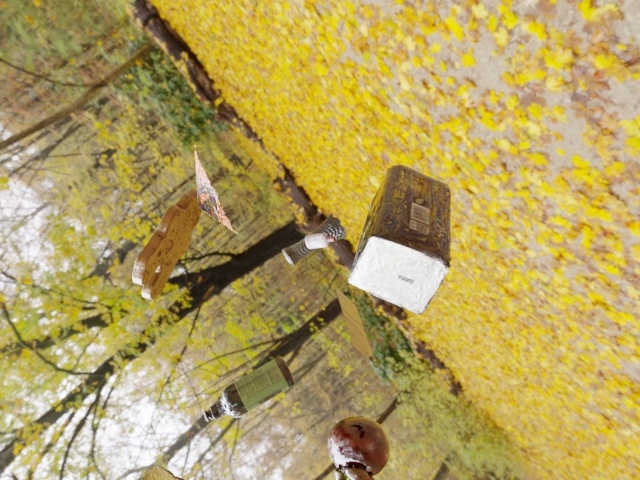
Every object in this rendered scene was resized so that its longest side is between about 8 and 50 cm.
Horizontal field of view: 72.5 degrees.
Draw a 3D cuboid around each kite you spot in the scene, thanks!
[{"bbox_3d":[-0.266,-0.097,1.021,0.125,0.008,0.222,-27,89,55],"label":"kite"}]

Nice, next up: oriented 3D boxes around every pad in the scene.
[{"bbox_3d":[0.120,0.288,1.508,0.159,0.009,0.265,45,-162,-39],"label":"pad"}]

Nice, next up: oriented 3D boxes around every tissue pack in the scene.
[{"bbox_3d":[0.219,-0.018,1.126,0.210,0.198,0.370,26,-142,-1],"label":"tissue pack"}]

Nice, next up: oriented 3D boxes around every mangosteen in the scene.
[{"bbox_3d":[0.129,0.735,1.483,0.215,0.215,0.257,53,-150,-45],"label":"mangosteen"}]

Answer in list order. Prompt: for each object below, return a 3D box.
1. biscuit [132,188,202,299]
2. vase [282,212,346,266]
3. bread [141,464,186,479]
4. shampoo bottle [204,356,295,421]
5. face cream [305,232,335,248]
[{"bbox_3d":[-0.380,-0.001,1.103,0.044,0.295,0.186,21,148,2],"label":"biscuit"},{"bbox_3d":[-0.025,0.005,1.639,0.115,0.237,0.115,52,167,18],"label":"vase"},{"bbox_3d":[-0.435,0.733,1.111,0.178,0.266,0.141,2,129,34],"label":"bread"},{"bbox_3d":[-0.221,0.465,1.329,0.101,0.284,0.101,56,164,25],"label":"shampoo bottle"},{"bbox_3d":[0.000,0.000,1.158,0.021,0.083,0.040,-41,-60,-61],"label":"face cream"}]
